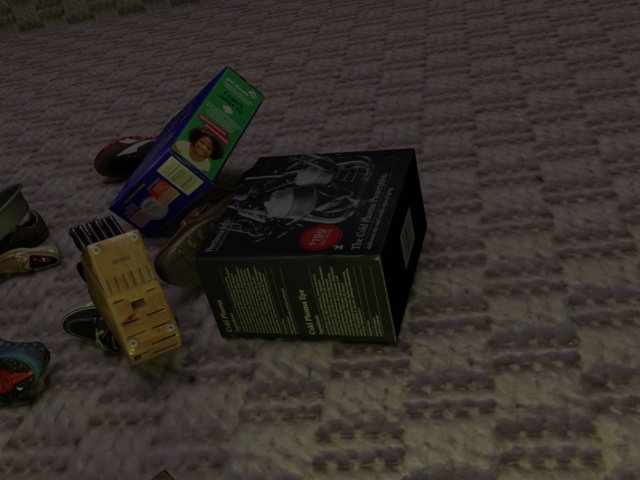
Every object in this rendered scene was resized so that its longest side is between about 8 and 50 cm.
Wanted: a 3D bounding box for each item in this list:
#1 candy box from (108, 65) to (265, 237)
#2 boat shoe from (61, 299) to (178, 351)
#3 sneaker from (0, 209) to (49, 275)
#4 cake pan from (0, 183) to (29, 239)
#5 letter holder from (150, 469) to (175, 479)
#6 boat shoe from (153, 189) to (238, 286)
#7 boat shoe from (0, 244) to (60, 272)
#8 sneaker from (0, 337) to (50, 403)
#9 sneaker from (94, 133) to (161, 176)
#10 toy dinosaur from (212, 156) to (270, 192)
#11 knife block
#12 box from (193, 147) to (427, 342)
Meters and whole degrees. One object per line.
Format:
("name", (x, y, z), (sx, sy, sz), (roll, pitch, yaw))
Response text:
("candy box", (-0.287, -0.194, 1.594), (0.268, 0.122, 0.317), (-32, 27, 41))
("boat shoe", (-0.360, 0.152, 1.280), (0.219, 0.077, 0.070), (-2, 33, 14))
("sneaker", (-0.681, 0.004, 1.623), (0.066, 0.071, 0.188), (2, 35, 22))
("cake pan", (-0.763, -0.014, 1.618), (0.293, 0.054, 0.293), (-28, 25, 15))
("letter holder", (-0.211, 0.429, 0.747), (0.302, 0.152, 0.214), (-33, 39, -27))
("boat shoe", (-0.218, -0.009, 1.448), (0.116, 0.123, 0.324), (4, 27, 33))
("boat shoe", (-0.620, 0.043, 1.557), (0.135, 0.050, 0.045), (-16, 34, -15))
("sneaker", (-0.586, 0.224, 1.262), (0.262, 0.104, 0.125), (-2, 17, 9))
("sneaker", (-0.432, -0.203, 1.820), (0.276, 0.097, 0.135), (-11, 31, 2))
("toy dinosaur", (-0.134, -0.139, 1.622), (0.118, 0.064, 0.268), (-3, 13, 21))
("knife block", (-0.347, 0.083, 1.266), (0.088, 0.275, 0.242), (-21, -7, -25))
("box", (0.000, 0.000, 1.289), (0.312, 0.179, 0.343), (-2, 34, 19))
